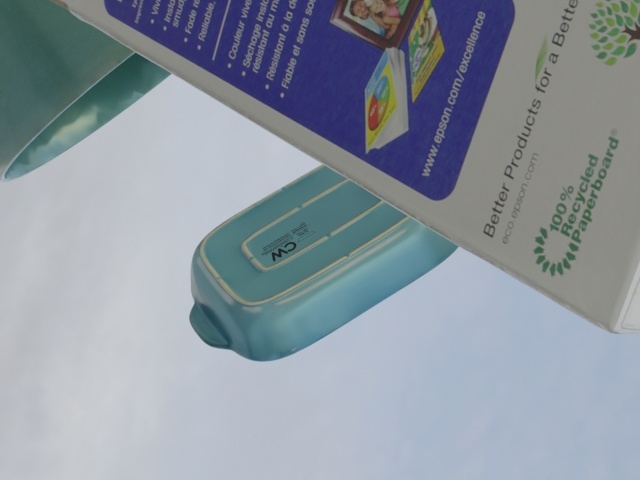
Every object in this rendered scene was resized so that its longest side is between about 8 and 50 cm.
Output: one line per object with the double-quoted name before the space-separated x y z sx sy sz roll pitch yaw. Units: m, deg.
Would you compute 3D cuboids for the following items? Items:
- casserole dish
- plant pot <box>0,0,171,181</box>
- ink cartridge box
"casserole dish" 0.000 0.000 0.940 0.188 0.037 0.114 -31 -137 -12
"plant pot" -0.219 -0.230 1.268 0.293 0.235 0.293 -37 -178 2
"ink cartridge box" 0.019 -0.112 0.502 0.333 0.065 0.165 34 -68 41
